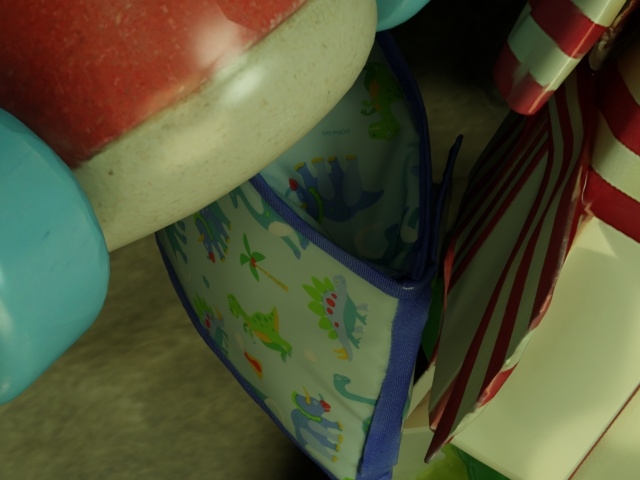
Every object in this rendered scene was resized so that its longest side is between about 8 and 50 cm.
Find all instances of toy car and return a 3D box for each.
[{"bbox_3d":[-0.116,-0.106,0.506,0.210,0.238,0.219,-15,-156,48],"label":"toy car"}]

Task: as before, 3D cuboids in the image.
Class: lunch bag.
[{"bbox_3d":[0.000,0.000,0.695,0.096,0.151,0.128,-12,142,-16],"label":"lunch bag"}]

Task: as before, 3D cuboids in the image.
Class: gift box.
[{"bbox_3d":[0.168,-0.005,0.618,0.258,0.255,0.276,32,108,-5],"label":"gift box"}]

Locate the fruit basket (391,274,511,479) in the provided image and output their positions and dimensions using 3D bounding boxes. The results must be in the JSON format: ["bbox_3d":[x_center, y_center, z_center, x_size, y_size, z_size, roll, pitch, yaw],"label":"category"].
[{"bbox_3d":[0.155,0.118,0.930,0.327,0.165,0.353,-7,144,-23],"label":"fruit basket"}]
